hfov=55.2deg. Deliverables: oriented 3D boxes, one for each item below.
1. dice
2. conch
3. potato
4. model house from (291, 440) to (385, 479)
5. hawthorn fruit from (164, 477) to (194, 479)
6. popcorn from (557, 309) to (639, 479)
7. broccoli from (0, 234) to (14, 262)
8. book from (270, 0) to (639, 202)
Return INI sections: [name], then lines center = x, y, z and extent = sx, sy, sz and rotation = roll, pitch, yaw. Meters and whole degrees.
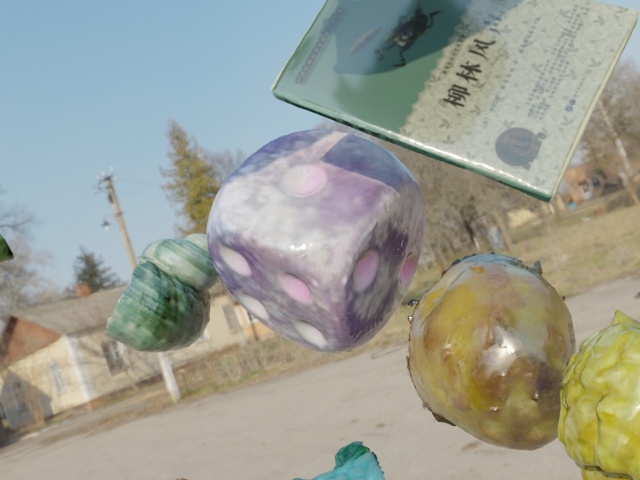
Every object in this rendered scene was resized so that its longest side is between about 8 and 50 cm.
[dice]
center = 0.000, 0.000, 1.006
extent = 0.270, 0.270, 0.271
rotation = -50, -34, -29
[conch]
center = -0.274, 0.089, 1.121
extent = 0.277, 0.196, 0.220
rotation = -48, -32, -24
[potato]
center = 0.270, 0.156, 0.915
extent = 0.301, 0.288, 0.237
rotation = -37, -11, -1
[model house]
center = 0.000, 0.420, 0.728
extent = 0.241, 0.261, 0.226
rotation = -18, 4, -11
[hawthorn fruit]
center = -0.078, 0.256, 0.339
extent = 0.300, 0.254, 0.254
rotation = -45, -13, 17
[popcorn]
center = 0.349, 0.161, 0.558
extent = 0.250, 0.225, 0.249
rotation = 15, 1, 0
[broccoli]
center = -0.581, 0.047, 0.817
extent = 0.297, 0.297, 0.298
rotation = -40, 8, -36
[book]
center = 0.156, -0.227, 0.765
extent = 0.264, 0.380, 0.031
rotation = -62, -20, -11
